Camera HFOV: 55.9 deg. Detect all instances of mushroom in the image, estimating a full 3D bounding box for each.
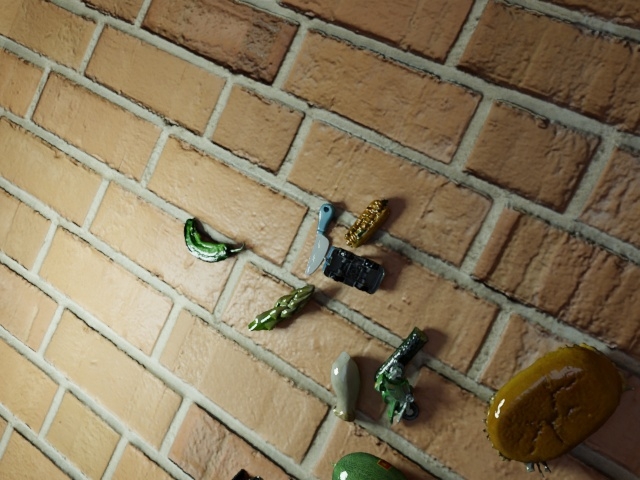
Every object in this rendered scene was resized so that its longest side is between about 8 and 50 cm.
[{"bbox_3d":[0.074,0.448,1.850,0.097,0.088,0.213,1,93,32],"label":"mushroom"}]

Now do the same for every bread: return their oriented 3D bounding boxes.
[{"bbox_3d":[0.598,0.430,1.579,0.236,0.183,0.389,44,103,17],"label":"bread"}]

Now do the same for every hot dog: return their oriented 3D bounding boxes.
[{"bbox_3d":[0.145,-0.053,1.873,0.072,0.055,0.188,44,103,21],"label":"hot dog"}]

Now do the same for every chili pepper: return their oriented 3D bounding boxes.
[{"bbox_3d":[-0.375,0.016,2.081,0.278,0.065,0.122,22,98,27],"label":"chili pepper"}]

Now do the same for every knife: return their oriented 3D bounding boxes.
[{"bbox_3d":[0.002,0.000,1.947,0.058,0.032,0.244,15,96,15],"label":"knife"}]

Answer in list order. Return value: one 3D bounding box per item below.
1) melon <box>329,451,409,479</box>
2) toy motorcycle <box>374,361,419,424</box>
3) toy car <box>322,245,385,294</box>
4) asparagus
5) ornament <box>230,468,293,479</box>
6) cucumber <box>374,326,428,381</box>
[{"bbox_3d":[0.148,0.721,1.748,0.287,0.182,0.182,28,97,21],"label":"melon"},{"bbox_3d":[0.221,0.451,1.778,0.106,0.074,0.190,-18,101,8],"label":"toy motorcycle"},{"bbox_3d":[0.095,0.086,1.855,0.191,0.100,0.097,23,96,-11],"label":"toy car"},{"bbox_3d":[-0.116,0.224,1.953,0.287,0.080,0.080,-40,72,24],"label":"asparagus"},{"bbox_3d":[-0.174,0.812,1.911,0.196,0.166,0.153,-9,84,7],"label":"ornament"},{"bbox_3d":[0.235,0.353,1.809,0.215,0.052,0.058,-50,49,13],"label":"cucumber"}]
